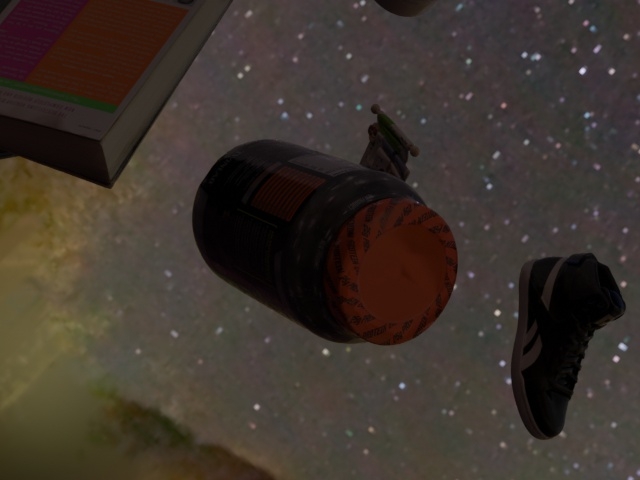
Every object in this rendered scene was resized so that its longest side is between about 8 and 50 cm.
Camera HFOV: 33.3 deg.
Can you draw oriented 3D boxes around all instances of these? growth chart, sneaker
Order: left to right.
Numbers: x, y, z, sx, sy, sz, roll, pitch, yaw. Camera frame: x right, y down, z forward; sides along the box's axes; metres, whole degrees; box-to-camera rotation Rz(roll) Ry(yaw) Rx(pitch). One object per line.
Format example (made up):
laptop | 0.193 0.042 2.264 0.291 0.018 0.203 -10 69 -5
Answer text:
growth chart | 0.081 -0.070 1.637 0.021 0.237 0.172 9 23 -32
sneaker | 0.287 0.114 1.222 0.121 0.217 0.079 -15 -26 42

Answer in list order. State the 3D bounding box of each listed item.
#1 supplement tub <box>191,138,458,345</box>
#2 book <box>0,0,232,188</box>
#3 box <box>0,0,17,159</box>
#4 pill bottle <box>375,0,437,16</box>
supplement tub | 0.000 0.000 1.302 0.338 0.207 0.207 25 -24 55
book | -0.116 -0.102 0.541 0.096 0.144 0.035 18 -35 13
box | -0.385 -0.325 1.473 0.097 0.318 0.395 10 -73 36
pill bottle | 0.098 -0.246 0.827 0.094 0.094 0.169 43 -31 -4
